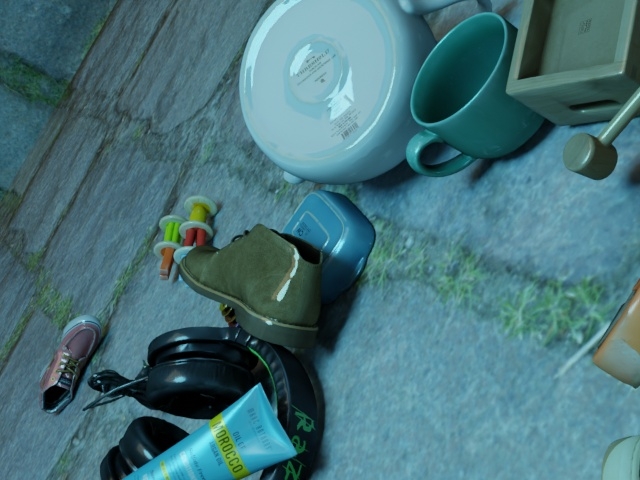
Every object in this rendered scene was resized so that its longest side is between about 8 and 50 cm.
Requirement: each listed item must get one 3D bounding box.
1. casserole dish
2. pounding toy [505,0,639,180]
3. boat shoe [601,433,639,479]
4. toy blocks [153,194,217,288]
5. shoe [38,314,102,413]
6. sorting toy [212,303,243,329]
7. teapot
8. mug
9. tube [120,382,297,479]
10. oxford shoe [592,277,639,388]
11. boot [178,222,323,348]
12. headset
[{"bbox_3d":[0.000,0.000,1.171,0.114,0.037,0.188,-55,28,9],"label":"casserole dish"},{"bbox_3d":[0.261,-0.142,0.836,0.181,0.094,0.206,-1,71,52],"label":"pounding toy"},{"bbox_3d":[0.222,0.223,0.537,0.092,0.103,0.285,-42,27,38],"label":"boat shoe"},{"bbox_3d":[-0.213,0.019,1.476,0.123,0.054,0.148,-33,38,39],"label":"toy blocks"},{"bbox_3d":[-0.419,0.210,1.624,0.178,0.063,0.081,-52,30,25],"label":"shoe"},{"bbox_3d":[-0.109,0.105,1.239,0.061,0.042,0.102,-54,29,11],"label":"sorting toy"},{"bbox_3d":[0.047,-0.180,1.125,0.256,0.187,0.252,13,93,34],"label":"teapot"},{"bbox_3d":[0.161,-0.140,0.978,0.158,0.097,0.129,-38,36,36],"label":"mug"},{"bbox_3d":[-0.126,0.230,0.985,0.207,0.052,0.080,-32,79,12],"label":"tube"},{"bbox_3d":[0.326,-0.030,0.621,0.363,0.133,0.130,-52,-17,-10],"label":"oxford shoe"},{"bbox_3d":[-0.079,0.032,1.161,0.305,0.112,0.115,22,100,59],"label":"boot"},{"bbox_3d":[-0.144,0.218,1.139,0.394,0.185,0.243,12,77,45],"label":"headset"}]
